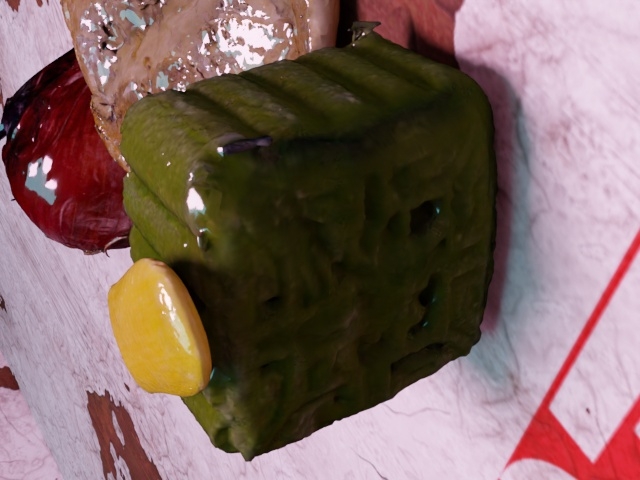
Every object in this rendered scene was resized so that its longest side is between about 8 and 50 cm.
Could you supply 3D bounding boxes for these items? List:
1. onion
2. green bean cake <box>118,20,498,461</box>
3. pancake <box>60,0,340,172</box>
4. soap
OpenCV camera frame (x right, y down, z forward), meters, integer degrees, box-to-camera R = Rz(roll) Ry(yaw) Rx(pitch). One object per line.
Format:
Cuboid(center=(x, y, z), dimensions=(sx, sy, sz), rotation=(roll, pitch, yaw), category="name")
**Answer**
Cuboid(center=(-0.254, -0.098, 1.234), dimensions=(0.281, 0.221, 0.281), rotation=(-172, 90, -74), category="onion")
Cuboid(center=(0.000, 0.000, 0.766), dimensions=(0.156, 0.249, 0.247), rotation=(39, 139, 47), category="green bean cake")
Cuboid(center=(-0.119, -0.218, 0.979), dimensions=(0.386, 0.082, 0.387), rotation=(17, 114, 43), category="pancake")
Cuboid(center=(-0.108, 0.061, 0.691), dimensions=(0.168, 0.033, 0.089), rotation=(-30, 79, 64), category="soap")
